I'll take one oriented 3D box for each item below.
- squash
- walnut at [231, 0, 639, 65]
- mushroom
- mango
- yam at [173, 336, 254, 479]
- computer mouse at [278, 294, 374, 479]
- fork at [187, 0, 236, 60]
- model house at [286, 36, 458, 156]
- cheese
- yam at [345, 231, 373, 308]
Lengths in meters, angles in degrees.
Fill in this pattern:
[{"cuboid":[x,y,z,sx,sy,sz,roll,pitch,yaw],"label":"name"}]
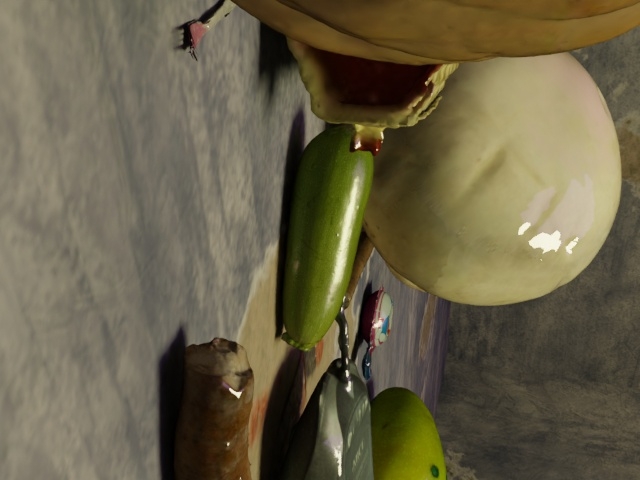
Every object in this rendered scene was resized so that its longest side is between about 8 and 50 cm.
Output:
[{"cuboid":[0.000,0.000,0.799,0.066,0.066,0.201,-37,140,-74],"label":"squash"},{"cuboid":[0.046,-0.205,0.378,0.296,0.285,0.285,-83,175,-62],"label":"walnut"},{"cuboid":[0.179,-0.059,0.991,0.315,0.315,0.356,-69,148,-48],"label":"mushroom"},{"cuboid":[0.112,0.320,1.366,0.293,0.143,0.175,-79,174,-67],"label":"mango"},{"cuboid":[-0.067,0.174,0.603,0.057,0.057,0.241,-58,154,-63],"label":"yam"},{"cuboid":[0.001,0.222,0.888,0.167,0.090,0.379,-43,134,-72],"label":"computer mouse"},{"cuboid":[-0.062,-0.129,0.542,0.115,0.012,0.016,-73,170,-57],"label":"fork"},{"cuboid":[0.056,-0.198,0.704,0.196,0.160,0.254,-44,143,-71],"label":"model house"},{"cuboid":[0.075,0.123,1.285,0.095,0.038,0.145,84,17,-47],"label":"cheese"},{"cuboid":[0.036,0.032,1.059,0.145,0.032,0.032,-64,158,-60],"label":"yam"}]
